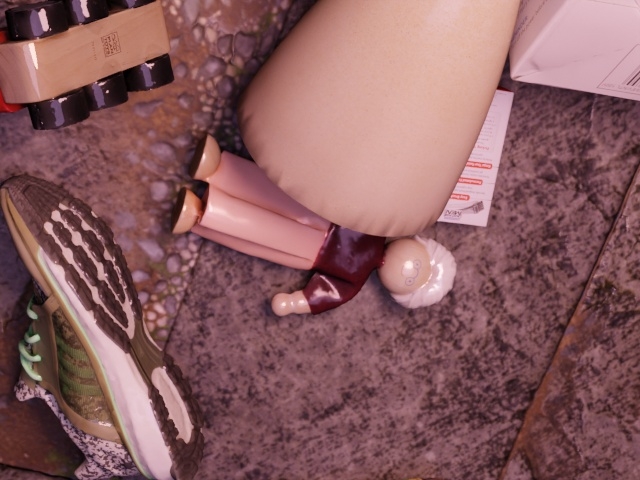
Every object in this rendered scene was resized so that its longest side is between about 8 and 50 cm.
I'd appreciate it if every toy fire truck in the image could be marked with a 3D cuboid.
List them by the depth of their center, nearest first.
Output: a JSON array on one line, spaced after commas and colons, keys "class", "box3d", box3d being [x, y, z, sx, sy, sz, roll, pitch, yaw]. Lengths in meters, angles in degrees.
[{"class": "toy fire truck", "box3d": [-0.305, -0.178, 1.246, 0.246, 0.217, 0.158, 2, 113, 32]}]

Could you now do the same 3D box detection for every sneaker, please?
[{"class": "sneaker", "box3d": [-0.294, 0.126, 1.354, 0.182, 0.158, 0.410, -20, 106, 13]}]

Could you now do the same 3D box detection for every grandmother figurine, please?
[{"class": "grandmother figurine", "box3d": [0.000, 0.000, 1.392, 0.342, 0.104, 0.208, 19, 111, -14]}]

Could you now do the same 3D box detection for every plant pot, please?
[{"class": "plant pot", "box3d": [0.083, -0.189, 1.212, 0.256, 0.256, 0.274, 19, 130, -17]}]

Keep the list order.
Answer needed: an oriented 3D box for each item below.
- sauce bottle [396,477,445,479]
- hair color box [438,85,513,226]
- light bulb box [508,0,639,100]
[{"class": "sauce bottle", "box3d": [0.002, 0.372, 1.497, 0.344, 0.111, 0.111, -5, 108, -12]}, {"class": "hair color box", "box3d": [0.165, -0.106, 1.417, 0.093, 0.053, 0.167, 6, 104, -15]}, {"class": "light bulb box", "box3d": [0.385, -0.347, 1.212, 0.358, 0.225, 0.361, 8, 65, -14]}]
